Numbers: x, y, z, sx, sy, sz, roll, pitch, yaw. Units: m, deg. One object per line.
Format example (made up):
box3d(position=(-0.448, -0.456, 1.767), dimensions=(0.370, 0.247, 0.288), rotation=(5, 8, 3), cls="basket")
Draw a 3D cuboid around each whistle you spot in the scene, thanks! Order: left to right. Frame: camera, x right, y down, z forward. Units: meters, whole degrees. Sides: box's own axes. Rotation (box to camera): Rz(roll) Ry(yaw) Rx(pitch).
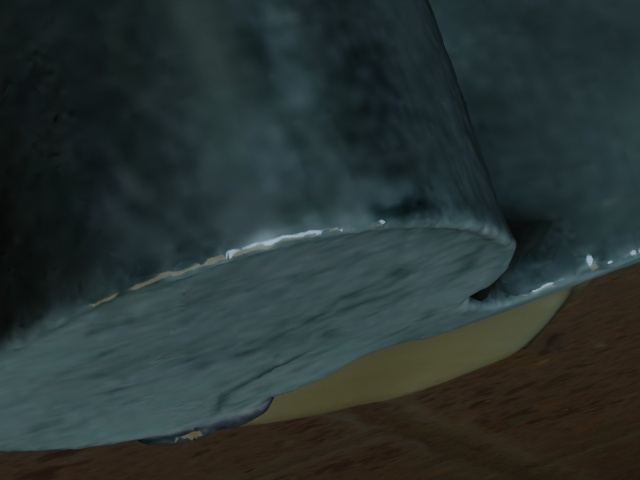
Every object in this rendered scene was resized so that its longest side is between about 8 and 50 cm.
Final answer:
box3d(position=(0.005, -0.043, 0.680), dimensions=(0.405, 0.168, 0.188), rotation=(-4, 158, -39), cls="whistle")

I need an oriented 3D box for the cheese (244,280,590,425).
box3d(position=(0.000, 0.000, 0.895), dimensions=(0.233, 0.127, 0.266), rotation=(-11, 161, -22), cls="cheese")
